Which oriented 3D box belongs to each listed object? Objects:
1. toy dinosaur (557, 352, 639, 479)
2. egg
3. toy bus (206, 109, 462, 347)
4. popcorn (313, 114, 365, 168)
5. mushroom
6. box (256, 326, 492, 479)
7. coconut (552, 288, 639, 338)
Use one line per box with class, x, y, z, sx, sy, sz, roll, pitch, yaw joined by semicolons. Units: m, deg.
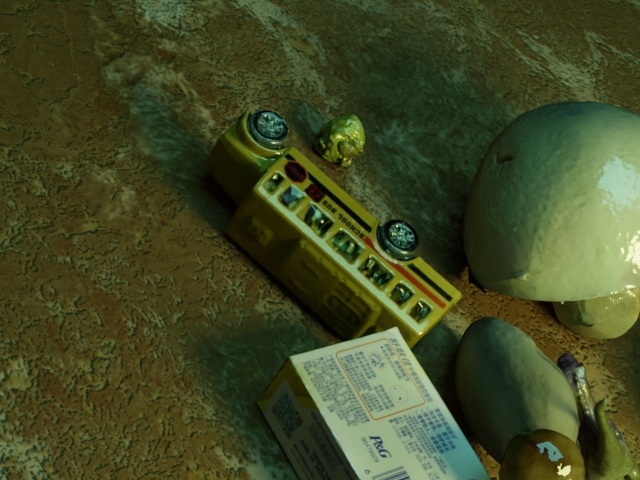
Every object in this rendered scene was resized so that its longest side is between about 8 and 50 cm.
toy dinosaur;0.320;0.236;1.754;0.251;0.072;0.199;-60;132;-72
egg;0.325;-0.069;1.894;0.337;0.337;0.201;-46;125;-47
toy bus;0.000;0.000;1.789;0.335;0.121;0.123;41;50;4
popcorn;0.029;-0.132;1.967;0.060;0.068;0.083;30;10;-20
mushroom;0.222;0.193;1.711;0.128;0.128;0.350;25;18;-13
box;0.070;0.237;1.637;0.168;0.097;0.265;-14;62;-40
coconut;0.357;0.068;1.963;0.116;0.116;0.122;36;39;-1
